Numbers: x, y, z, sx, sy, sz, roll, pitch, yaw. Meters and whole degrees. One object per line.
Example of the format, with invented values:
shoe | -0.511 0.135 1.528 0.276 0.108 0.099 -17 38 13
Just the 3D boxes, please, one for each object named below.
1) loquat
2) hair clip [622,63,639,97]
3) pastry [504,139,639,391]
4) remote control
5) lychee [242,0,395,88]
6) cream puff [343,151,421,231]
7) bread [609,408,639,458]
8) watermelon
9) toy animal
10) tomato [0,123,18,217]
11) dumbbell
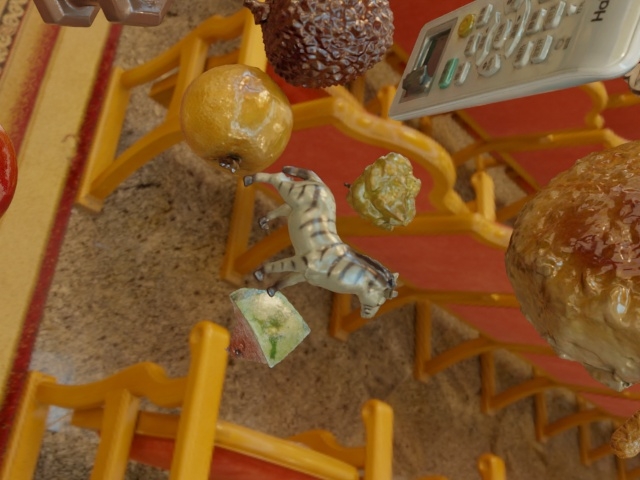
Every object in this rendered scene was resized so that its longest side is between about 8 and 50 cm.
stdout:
loquat | -0.153 -0.218 1.332 0.208 0.208 0.208 23 60 -45
hair clip | 0.559 -0.283 1.126 0.054 0.220 0.140 44 50 -16
pastry | 0.352 0.010 0.789 0.136 0.329 0.330 62 36 -40
remote control | 0.149 -0.151 0.580 0.051 0.293 0.103 25 84 -24
lychee | -0.007 -0.417 1.396 0.299 0.264 0.264 12 60 -3
cream puff | 0.136 -0.091 1.438 0.156 0.121 0.156 0 89 -11
bread | 0.476 0.250 1.039 0.044 0.157 0.052 47 2 19
watermelon | -0.083 0.157 1.180 0.097 0.158 0.121 -23 54 -34
toy animal | -0.001 0.000 0.932 0.073 0.175 0.217 30 47 -72
tomato | -0.594 -0.092 1.072 0.298 0.298 0.227 -6 79 -52
dumbbell | -0.264 -0.298 0.872 0.092 0.230 0.082 -9 108 -42
